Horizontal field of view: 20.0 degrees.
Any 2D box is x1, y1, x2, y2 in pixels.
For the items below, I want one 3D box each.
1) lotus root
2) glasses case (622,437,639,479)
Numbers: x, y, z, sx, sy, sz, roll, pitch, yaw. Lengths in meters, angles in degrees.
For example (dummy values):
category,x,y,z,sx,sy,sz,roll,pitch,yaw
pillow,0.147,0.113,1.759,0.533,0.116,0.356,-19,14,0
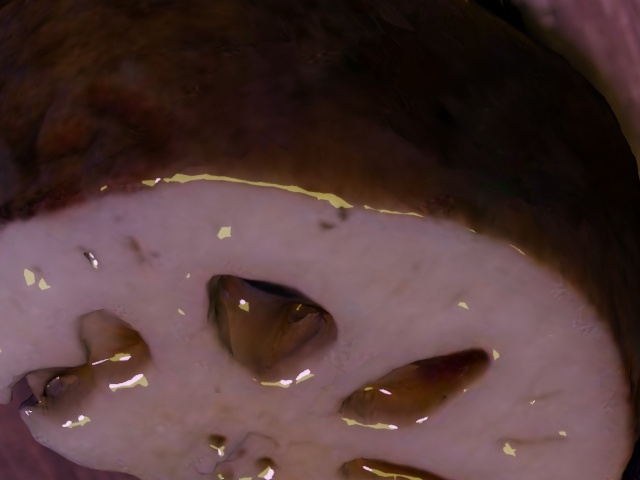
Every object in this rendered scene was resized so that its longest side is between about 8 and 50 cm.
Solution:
category,x,y,z,sx,sy,sz,roll,pitch,yaw
lotus root,0.000,0.000,0.525,0.235,0.119,0.138,23,124,-16
glasses case,0.162,0.031,0.554,0.075,0.122,0.314,22,118,-11
